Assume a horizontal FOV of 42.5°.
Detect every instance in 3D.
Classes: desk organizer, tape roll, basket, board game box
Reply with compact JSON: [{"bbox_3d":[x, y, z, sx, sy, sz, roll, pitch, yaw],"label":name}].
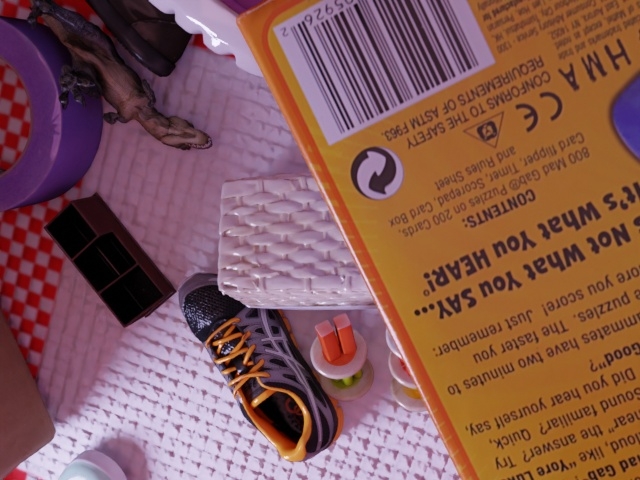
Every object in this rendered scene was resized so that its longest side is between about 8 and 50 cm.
[{"bbox_3d":[-0.208,0.019,0.814,0.047,0.050,0.130,-40,89,17],"label":"desk organizer"},{"bbox_3d":[-0.316,-0.123,0.801,0.189,0.080,0.189,3,101,14],"label":"tape roll"},{"bbox_3d":[0.000,0.000,0.719,0.167,0.103,0.113,-1,80,14],"label":"basket"},{"bbox_3d":[0.225,-0.055,0.538,0.356,0.356,0.356,-25,93,16],"label":"board game box"}]

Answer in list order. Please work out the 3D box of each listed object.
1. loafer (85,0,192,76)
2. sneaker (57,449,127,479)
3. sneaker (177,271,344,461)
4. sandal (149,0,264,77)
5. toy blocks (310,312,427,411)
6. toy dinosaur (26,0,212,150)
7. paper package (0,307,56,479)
[{"bbox_3d":[-0.194,-0.253,0.758,0.078,0.080,0.220,-42,94,3],"label":"loafer"},{"bbox_3d":[-0.280,0.348,0.837,0.094,0.151,0.256,24,103,10],"label":"sneaker"},{"bbox_3d":[-0.060,0.118,0.780,0.084,0.083,0.215,-43,87,18],"label":"sneaker"},{"bbox_3d":[-0.155,-0.294,0.668,0.416,0.169,0.102,35,120,-9],"label":"sandal"},{"bbox_3d":[0.049,0.092,0.719,0.123,0.054,0.148,6,146,12],"label":"toy blocks"},{"bbox_3d":[-0.213,-0.170,0.747,0.064,0.118,0.268,-40,89,11],"label":"toy dinosaur"},{"bbox_3d":[-0.435,0.119,0.752,0.168,0.309,0.325,-24,94,14],"label":"paper package"}]
